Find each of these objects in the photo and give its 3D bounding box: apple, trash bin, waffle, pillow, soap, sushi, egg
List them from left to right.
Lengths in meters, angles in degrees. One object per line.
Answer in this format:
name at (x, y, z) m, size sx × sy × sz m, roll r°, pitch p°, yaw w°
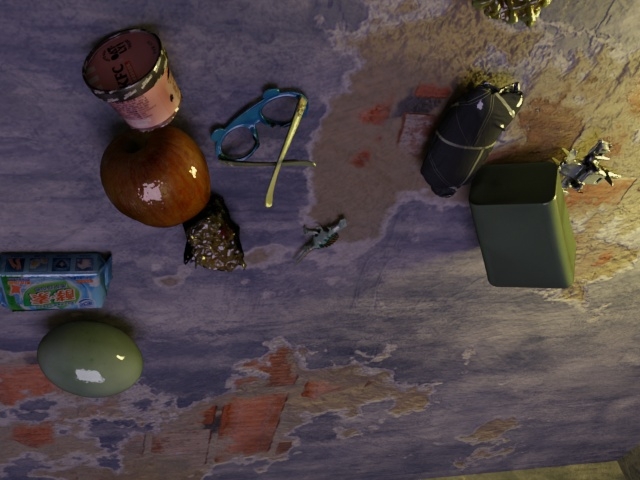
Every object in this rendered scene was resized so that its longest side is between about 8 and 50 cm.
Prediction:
soap at (-0.663, 0.102, 1.599) m, size 0.293 × 0.077 × 0.156 m, roll -1°, pitch 139°, yaw -13°
egg at (-0.624, 0.322, 1.771) m, size 0.283 × 0.203 × 0.203 m, roll 22°, pitch 129°, yaw -26°
apple at (-0.331, -0.130, 1.311) m, size 0.211 × 0.211 × 0.188 m, roll -15°, pitch 134°, yaw 3°
sushi at (-0.268, -0.005, 1.550) m, size 0.147 × 0.115 × 0.212 m, roll -12°, pitch 141°, yaw -1°
pillow at (0.333, -0.223, 1.472) m, size 0.161 × 0.092 × 0.335 m, roll 1°, pitch 139°, yaw -21°
waffle at (0.358, -0.499, 1.183) m, size 0.214 × 0.054 × 0.208 m, roll 11°, pitch 138°, yaw -18°
trash bin at (0.514, -0.039, 1.654) m, size 0.223 × 0.158 × 0.343 m, roll 0°, pitch 142°, yaw 28°

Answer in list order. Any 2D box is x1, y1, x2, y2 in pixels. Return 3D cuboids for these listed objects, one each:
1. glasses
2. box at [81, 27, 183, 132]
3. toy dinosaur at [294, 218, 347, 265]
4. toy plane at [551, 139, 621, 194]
glasses at (-0.102, -0.183, 1.365) m, size 0.239 × 0.207 × 0.102 m, roll -30°, pitch 174°, yaw 22°
box at (-0.331, -0.285, 1.185) m, size 0.151 × 0.151 × 0.135 m, roll -18°, pitch 148°, yaw 6°
toy dinosaur at (0.001, 0.003, 1.694) m, size 0.106 × 0.044 × 0.187 m, roll -10°, pitch 142°, yaw -27°
toy plane at (0.683, -0.168, 1.632) m, size 0.262 × 0.088 × 0.192 m, roll 11°, pitch 134°, yaw -26°
